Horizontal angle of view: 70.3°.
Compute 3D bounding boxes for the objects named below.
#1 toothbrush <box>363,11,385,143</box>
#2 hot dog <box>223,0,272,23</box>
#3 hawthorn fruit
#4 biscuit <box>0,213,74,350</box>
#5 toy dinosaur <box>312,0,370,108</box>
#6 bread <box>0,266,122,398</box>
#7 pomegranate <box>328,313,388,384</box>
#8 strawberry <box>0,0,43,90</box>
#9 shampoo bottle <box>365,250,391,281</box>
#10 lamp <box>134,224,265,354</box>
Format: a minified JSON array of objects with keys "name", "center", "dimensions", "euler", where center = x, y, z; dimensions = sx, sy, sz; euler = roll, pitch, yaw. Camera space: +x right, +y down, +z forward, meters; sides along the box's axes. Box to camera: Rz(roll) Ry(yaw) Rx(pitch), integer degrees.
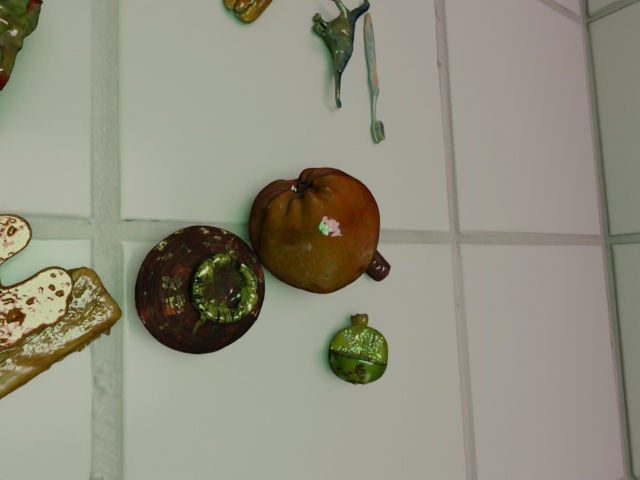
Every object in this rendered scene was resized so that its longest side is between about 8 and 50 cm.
[{"name":"toothbrush","center":[0.146,-0.453,1.259],"dimensions":[0.028,0.037,0.375],"euler":[0,82,-38]},{"name":"hot dog","center":[-0.136,-0.611,1.055],"dimensions":[0.100,0.068,0.250],"euler":[38,66,-27]},{"name":"hawthorn fruit","center":[0.000,0.000,0.973],"dimensions":[0.277,0.277,0.298],"euler":[-45,133,-30]},{"name":"biscuit","center":[-0.523,0.111,0.624],"dimensions":[0.334,0.047,0.202],"euler":[-45,111,-29]},{"name":"toy dinosaur","center":[0.051,-0.525,1.173],"dimensions":[0.147,0.076,0.363],"euler":[27,66,-37]},{"name":"bread","center":[-0.466,0.157,0.732],"dimensions":[0.271,0.077,0.139],"euler":[-37,106,-31]},{"name":"pomegranate","center":[0.090,0.268,1.088],"dimensions":[0.169,0.143,0.122],"euler":[-90,176,-54]},{"name":"strawberry","center":[-0.598,-0.341,0.613],"dimensions":[0.345,0.295,0.318],"euler":[12,95,0]},{"name":"shampoo bottle","center":[0.087,0.007,1.141],"dimensions":[0.236,0.067,0.068],"euler":[44,70,-22]},{"name":"lamp","center":[-0.212,0.087,0.831],"dimensions":[0.247,0.247,0.247],"euler":[4,82,-34]}]
